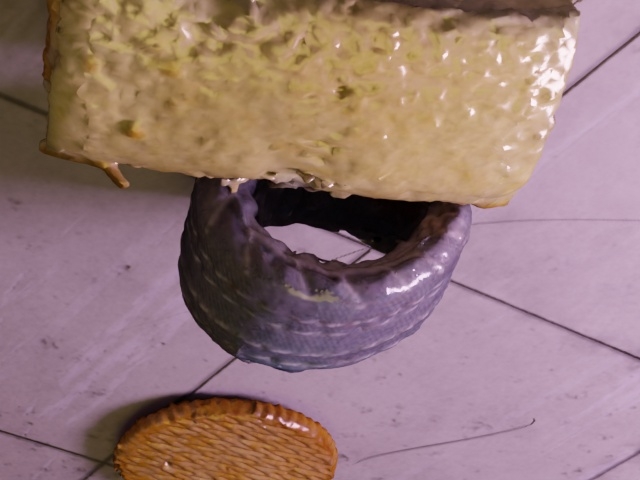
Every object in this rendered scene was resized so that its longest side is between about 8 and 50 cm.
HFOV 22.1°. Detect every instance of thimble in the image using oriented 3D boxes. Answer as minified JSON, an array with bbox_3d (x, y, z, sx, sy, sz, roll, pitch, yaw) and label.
[{"bbox_3d":[0.000,0.000,1.379,0.236,0.205,0.172,-18,154,-21],"label":"thimble"}]

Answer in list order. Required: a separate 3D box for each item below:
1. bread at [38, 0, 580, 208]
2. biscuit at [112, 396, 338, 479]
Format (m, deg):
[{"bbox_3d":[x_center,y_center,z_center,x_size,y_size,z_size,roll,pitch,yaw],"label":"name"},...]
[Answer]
[{"bbox_3d":[-0.018,-0.135,1.216,0.375,0.165,0.236,6,138,-10],"label":"bread"},{"bbox_3d":[-0.104,0.244,1.831,0.254,0.035,0.254,0,143,0],"label":"biscuit"}]
